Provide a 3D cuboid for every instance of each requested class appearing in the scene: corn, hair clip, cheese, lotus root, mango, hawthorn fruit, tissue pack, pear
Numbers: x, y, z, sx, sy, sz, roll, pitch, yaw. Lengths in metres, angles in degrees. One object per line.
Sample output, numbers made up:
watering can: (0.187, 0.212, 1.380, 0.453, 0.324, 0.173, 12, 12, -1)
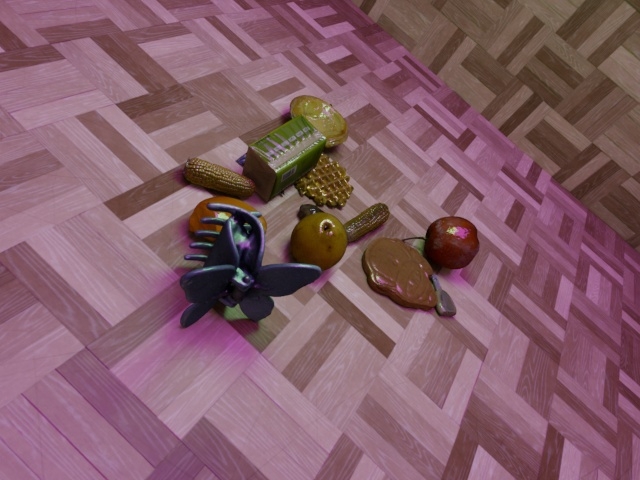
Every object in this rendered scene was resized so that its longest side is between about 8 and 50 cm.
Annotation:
corn: (-0.358, -0.221, 1.686, 0.260, 0.091, 0.091, 16, 83, -25)
hair clip: (-0.251, 0.075, 1.346, 0.392, 0.318, 0.238, -1, 55, -33)
cheese: (0.494, 0.220, 1.943, 0.097, 0.037, 0.192, 9, 50, -30)
lotus root: (-0.009, -0.077, 1.812, 0.179, 0.080, 0.089, 41, 42, 4)
mango: (-0.286, -0.063, 1.568, 0.187, 0.138, 0.257, 38, 25, 26)
hawthorn fruit: (0.554, 0.009, 2.016, 0.263, 0.235, 0.231, -6, 57, -40)
corn: (0.184, -0.074, 1.938, 0.097, 0.097, 0.320, 49, 46, 11)
tissue pack: (-0.139, -0.311, 1.783, 0.167, 0.200, 0.274, 44, 58, 7)
pear: (0.000, 0.000, 1.667, 0.209, 0.209, 0.209, 19, 46, -21)

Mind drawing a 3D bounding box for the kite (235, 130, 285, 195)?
kite: (-0.224, -0.316, 1.888, 0.234, 0.016, 0.321, -2, 62, -19)

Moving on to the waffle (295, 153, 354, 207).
waffle: (-0.001, -0.270, 1.996, 0.329, 0.062, 0.329, 19, 47, -22)

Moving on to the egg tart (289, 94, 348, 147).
egg tart: (-0.018, -0.527, 2.161, 0.315, 0.120, 0.315, 18, 48, -21)

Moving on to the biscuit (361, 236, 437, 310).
biscuit: (0.328, 0.124, 1.896, 0.351, 0.057, 0.312, 32, 44, -8)
